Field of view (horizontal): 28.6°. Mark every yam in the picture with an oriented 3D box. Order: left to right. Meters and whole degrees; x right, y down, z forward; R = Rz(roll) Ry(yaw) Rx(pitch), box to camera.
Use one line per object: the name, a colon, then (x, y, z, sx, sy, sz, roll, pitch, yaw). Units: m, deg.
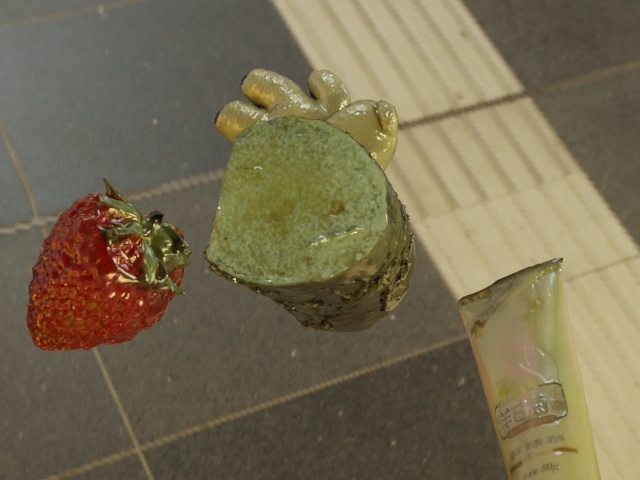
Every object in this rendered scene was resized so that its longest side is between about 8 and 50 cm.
yam: (0.005, -0.002, 1.401, 0.201, 0.271, 0.203, 10, 74, 9)

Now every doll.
doll: (-0.013, -0.159, 1.823, 0.278, 0.175, 0.149, 27, 14, 24)

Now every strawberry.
strawberry: (-0.183, 0.028, 1.050, 0.131, 0.148, 0.131, 27, 52, -40)

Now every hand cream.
hand cream: (0.105, 0.076, 0.607, 0.039, 0.061, 0.143, 35, 36, -45)
